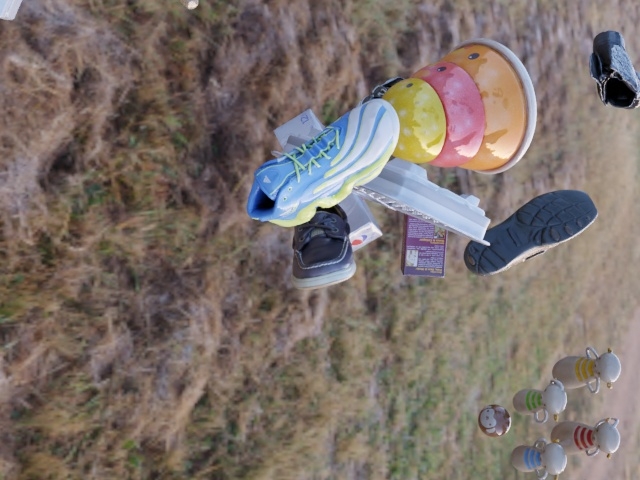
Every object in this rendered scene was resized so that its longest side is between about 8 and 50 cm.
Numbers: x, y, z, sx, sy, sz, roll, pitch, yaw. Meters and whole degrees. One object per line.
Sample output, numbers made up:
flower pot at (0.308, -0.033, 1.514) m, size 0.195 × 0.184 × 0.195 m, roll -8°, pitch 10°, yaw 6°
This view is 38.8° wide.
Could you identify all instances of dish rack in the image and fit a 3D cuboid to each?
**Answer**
dish rack at (0.110, -0.096, 1.510) m, size 0.286 × 0.333 × 0.072 m, roll 23°, pitch 93°, yaw -46°

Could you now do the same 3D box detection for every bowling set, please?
bowling set at (0.372, 0.314, 1.469) m, size 0.200 × 0.154 × 0.286 m, roll 4°, pitch 77°, yaw -20°

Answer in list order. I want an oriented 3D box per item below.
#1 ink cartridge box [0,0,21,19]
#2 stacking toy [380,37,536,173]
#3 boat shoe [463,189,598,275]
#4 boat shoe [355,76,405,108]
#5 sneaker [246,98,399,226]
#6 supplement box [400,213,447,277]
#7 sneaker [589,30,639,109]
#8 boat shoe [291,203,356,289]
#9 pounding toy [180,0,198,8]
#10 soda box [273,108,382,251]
ink cartridge box at (-0.505, -0.411, 1.303) m, size 0.128 × 0.176 × 0.127 m, roll -63°, pitch -167°, yaw 6°
stacking toy at (0.259, -0.299, 2.236) m, size 0.480 × 0.351 × 0.350 m, roll -16°, pitch 101°, yaw -33°
boat shoe at (0.480, -0.016, 2.120) m, size 0.120 × 0.324 × 0.122 m, roll 53°, pitch 12°, yaw -76°
boat shoe at (0.158, -0.364, 2.339) m, size 0.078 × 0.070 × 0.219 m, roll 40°, pitch 41°, yaw 0°
sneaker at (-0.005, -0.089, 1.168) m, size 0.126 × 0.240 × 0.091 m, roll -15°, pitch 66°, yaw -53°
supplement box at (0.258, -0.009, 2.263) m, size 0.081 × 0.104 × 0.188 m, roll -94°, pitch -173°, yaw -78°
sneaker at (0.366, -0.191, 1.123) m, size 0.170 × 0.051 × 0.089 m, roll 45°, pitch 40°, yaw -47°
boat shoe at (0.000, 0.000, 1.412) m, size 0.285 × 0.103 × 0.092 m, roll -74°, pitch 153°, yaw -74°
pounding toy at (-0.325, -0.583, 1.768) m, size 0.154 × 0.155 × 0.269 m, roll 51°, pitch -3°, yaw 34°
soda box at (0.014, -0.118, 1.824) m, size 0.286 × 0.091 × 0.098 m, roll 63°, pitch 9°, yaw 22°
